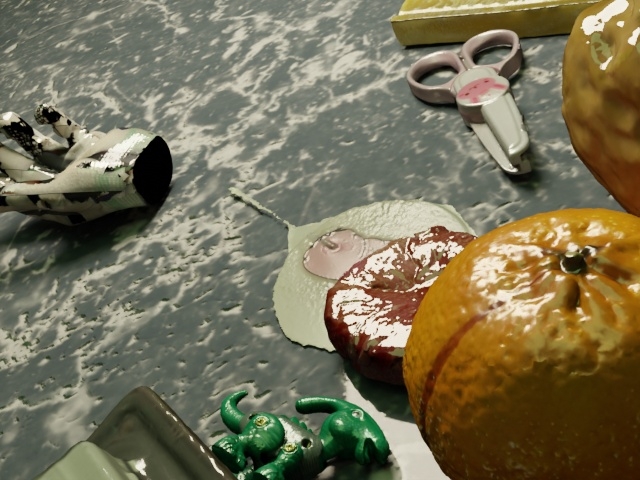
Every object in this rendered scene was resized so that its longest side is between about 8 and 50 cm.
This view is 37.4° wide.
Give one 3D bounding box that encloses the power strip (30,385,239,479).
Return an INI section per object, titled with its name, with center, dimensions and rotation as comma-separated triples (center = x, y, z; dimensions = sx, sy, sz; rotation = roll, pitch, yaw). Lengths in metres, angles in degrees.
[power strip]
center = -0.144, 0.222, 0.546
dimensions = 0.251, 0.092, 0.257
rotation = -44, 39, -13

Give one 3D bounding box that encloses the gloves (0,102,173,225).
[gloves]
center = -0.270, -0.070, 0.991
dimensions = 0.212, 0.111, 0.127
rotation = -2, 66, 23

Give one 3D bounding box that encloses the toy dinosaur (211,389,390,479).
[toy dinosaur]
center = -0.022, 0.137, 0.646
dimensions = 0.132, 0.059, 0.096
rotation = 21, 44, 37

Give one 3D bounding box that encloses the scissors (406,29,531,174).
[scissors]
center = 0.152, -0.130, 0.884
dimensions = 0.118, 0.030, 0.242
rotation = -20, 35, 8

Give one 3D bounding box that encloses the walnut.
[walnut]
center = 0.289, -0.089, 0.605
dimensions = 0.224, 0.257, 0.257
rotation = -48, 36, 10

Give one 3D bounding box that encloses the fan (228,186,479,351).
[fan]
center = 0.000, -0.001, 0.828
dimensions = 0.182, 0.010, 0.310
rotation = -40, 40, -20

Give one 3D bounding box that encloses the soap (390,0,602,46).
[soap]
center = 0.203, -0.252, 1.000
dimensions = 0.252, 0.037, 0.092
rotation = 2, 43, 31

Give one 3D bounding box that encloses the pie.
[pie]
center = 0.075, 0.044, 0.704
dimensions = 0.154, 0.038, 0.153
rotation = -12, 41, 10

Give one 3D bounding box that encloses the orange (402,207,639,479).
[orange]
center = 0.142, 0.067, 0.544
dimensions = 0.193, 0.161, 0.193
rotation = -19, 33, 13
